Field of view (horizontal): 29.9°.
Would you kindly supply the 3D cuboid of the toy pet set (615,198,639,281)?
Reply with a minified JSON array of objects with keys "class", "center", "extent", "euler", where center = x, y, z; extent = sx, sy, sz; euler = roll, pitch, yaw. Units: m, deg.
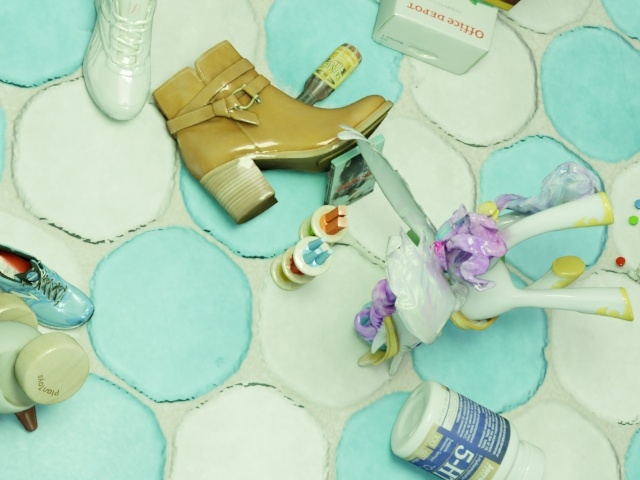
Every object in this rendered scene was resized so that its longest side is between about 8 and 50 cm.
[{"class":"toy pet set","center":[0.516,0.015,1.815],"extent":[0.114,0.065,0.122],"euler":[16,64,22]}]

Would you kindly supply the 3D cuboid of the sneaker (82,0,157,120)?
[{"class":"sneaker","center":[-0.258,-0.275,1.566],"extent":[0.090,0.115,0.232],"euler":[2,75,-19]}]

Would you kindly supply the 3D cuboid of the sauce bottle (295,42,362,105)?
[{"class":"sauce bottle","center":[0.007,-0.226,1.690],"extent":[0.042,0.042,0.128],"euler":[42,66,-5]}]

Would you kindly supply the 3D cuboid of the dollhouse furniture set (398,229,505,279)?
[{"class":"dollhouse furniture set","center":[0.180,0.027,1.668],"extent":[0.152,0.076,0.058],"euler":[10,72,-18]}]

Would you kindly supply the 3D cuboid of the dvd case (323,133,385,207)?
[{"class":"dvd case","center":[0.045,-0.087,1.628],"extent":[0.087,0.119,0.013],"euler":[-30,65,-25]}]

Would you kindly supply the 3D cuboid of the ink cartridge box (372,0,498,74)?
[{"class":"ink cartridge box","center":[0.182,-0.378,1.765],"extent":[0.160,0.092,0.219],"euler":[18,70,-14]}]

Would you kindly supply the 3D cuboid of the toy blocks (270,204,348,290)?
[{"class":"toy blocks","center":[0.000,0.000,1.570],"extent":[0.054,0.148,0.123],"euler":[39,67,-7]}]

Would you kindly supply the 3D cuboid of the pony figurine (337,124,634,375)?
[{"class":"pony figurine","center":[0.182,0.023,1.500],"extent":[0.364,0.351,0.302],"euler":[-16,43,8]}]

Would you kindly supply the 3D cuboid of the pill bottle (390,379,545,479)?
[{"class":"pill bottle","center":[0.198,0.273,1.589],"extent":[0.187,0.112,0.112],"euler":[28,68,-10]}]

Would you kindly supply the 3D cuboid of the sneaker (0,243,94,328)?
[{"class":"sneaker","center":[-0.352,0.055,1.469],"extent":[0.162,0.073,0.063],"euler":[30,68,-11]}]

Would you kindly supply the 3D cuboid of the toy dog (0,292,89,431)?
[{"class":"toy dog","center":[-0.434,0.181,1.367],"extent":[0.334,0.220,0.160],"euler":[-5,117,-16]}]

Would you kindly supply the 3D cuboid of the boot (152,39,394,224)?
[{"class":"boot","center":[-0.065,-0.178,1.613],"extent":[0.283,0.109,0.220],"euler":[-33,80,-7]}]

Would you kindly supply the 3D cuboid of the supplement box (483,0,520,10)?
[{"class":"supplement box","center":[0.231,-0.440,1.641],"extent":[0.191,0.194,0.129],"euler":[19,70,-14]}]
